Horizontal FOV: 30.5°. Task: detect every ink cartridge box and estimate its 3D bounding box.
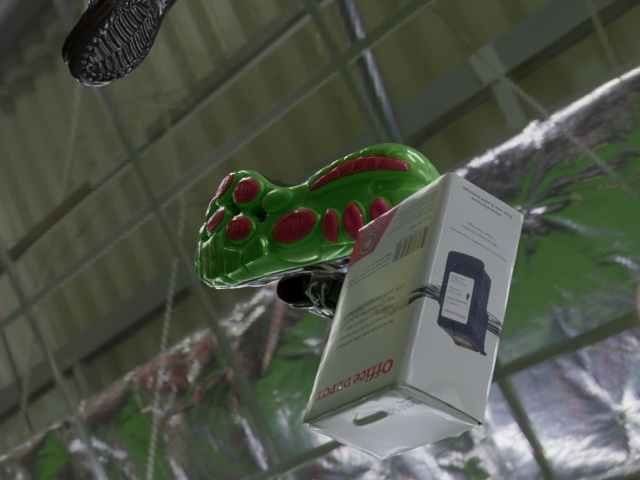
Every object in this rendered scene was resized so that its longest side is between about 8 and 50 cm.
[{"bbox_3d":[0.091,0.078,1.149,0.100,0.237,0.172,29,-33,-19],"label":"ink cartridge box"}]

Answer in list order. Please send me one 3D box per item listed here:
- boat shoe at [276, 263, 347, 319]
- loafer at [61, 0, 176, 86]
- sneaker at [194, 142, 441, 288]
[{"bbox_3d":[0.011,0.068,1.339,0.206,0.065,0.075,-164,-113,-66],"label":"boat shoe"},{"bbox_3d":[-0.211,-0.254,1.259,0.078,0.220,0.080,19,-29,27],"label":"loafer"},{"bbox_3d":[0.000,0.000,1.597,0.483,0.202,0.185,-4,-117,48],"label":"sneaker"}]
